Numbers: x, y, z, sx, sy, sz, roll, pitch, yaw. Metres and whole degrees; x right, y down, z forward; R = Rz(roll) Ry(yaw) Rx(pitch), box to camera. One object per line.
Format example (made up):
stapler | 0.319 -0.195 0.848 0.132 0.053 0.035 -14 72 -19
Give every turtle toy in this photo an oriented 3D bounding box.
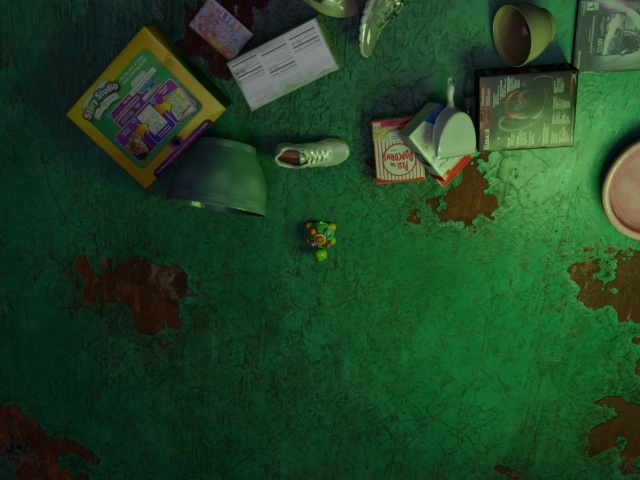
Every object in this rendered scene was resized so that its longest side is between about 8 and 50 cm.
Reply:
turtle toy | 0.000 0.000 2.094 0.095 0.066 0.130 1 115 4

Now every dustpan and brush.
dustpan and brush | 0.363 -0.338 1.822 0.147 0.060 0.211 -12 114 -30

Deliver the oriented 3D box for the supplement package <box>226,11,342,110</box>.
supplement package | -0.091 -0.488 1.802 0.261 0.204 0.145 -22 109 14

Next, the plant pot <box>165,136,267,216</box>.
plant pot | -0.286 -0.189 1.936 0.293 0.293 0.196 10 88 0

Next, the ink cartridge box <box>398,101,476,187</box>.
ink cartridge box | 0.347 -0.266 1.902 0.134 0.078 0.231 -46 114 -3

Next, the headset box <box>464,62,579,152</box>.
headset box | 0.552 -0.370 1.858 0.293 0.110 0.218 -4 114 6

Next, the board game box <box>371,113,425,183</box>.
board game box | 0.230 -0.270 1.963 0.146 0.045 0.194 -5 113 6

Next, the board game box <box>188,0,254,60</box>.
board game box | -0.277 -0.593 1.865 0.154 0.026 0.103 39 111 -13

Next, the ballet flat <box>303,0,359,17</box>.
ballet flat | -0.011 -0.666 1.774 0.248 0.086 0.086 18 115 -4

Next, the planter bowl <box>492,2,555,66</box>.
planter bowl | 0.550 -0.556 1.762 0.109 0.162 0.162 -22 114 -16

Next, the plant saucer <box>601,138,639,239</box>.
plant saucer | 0.983 -0.162 1.936 0.332 0.084 0.332 1 114 3

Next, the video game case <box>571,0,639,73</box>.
video game case | 0.829 -0.557 1.799 0.274 0.026 0.196 -1 115 6

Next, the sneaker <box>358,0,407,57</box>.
sneaker | 0.173 -0.623 1.774 0.115 0.105 0.281 16 114 -3

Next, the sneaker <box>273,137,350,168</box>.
sneaker | -0.026 -0.250 1.968 0.228 0.092 0.087 -5 112 5

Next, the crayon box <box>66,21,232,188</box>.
crayon box | -0.497 -0.386 1.935 0.363 0.106 0.313 -40 105 19
